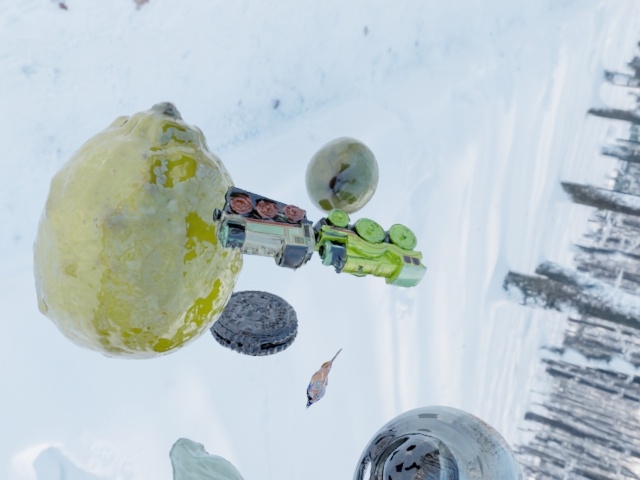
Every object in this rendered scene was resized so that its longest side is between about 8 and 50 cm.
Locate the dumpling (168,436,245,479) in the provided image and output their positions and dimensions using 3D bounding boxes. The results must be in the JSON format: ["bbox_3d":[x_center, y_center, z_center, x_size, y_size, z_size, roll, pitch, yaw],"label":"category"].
[{"bbox_3d":[-0.180,0.391,0.925,0.108,0.153,0.219,-59,-163,7],"label":"dumpling"}]

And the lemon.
[{"bbox_3d":[-0.232,0.003,0.823,0.316,0.285,0.285,-41,160,15],"label":"lemon"}]

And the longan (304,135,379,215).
[{"bbox_3d":[0.042,-0.127,1.226,0.145,0.155,0.176,50,19,-16],"label":"longan"}]

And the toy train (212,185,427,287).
[{"bbox_3d":[0.000,0.000,0.715,0.085,0.250,0.053,-97,-154,-42],"label":"toy train"}]

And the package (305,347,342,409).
[{"bbox_3d":[0.000,0.240,1.080,0.077,0.033,0.110,104,9,-51],"label":"package"}]

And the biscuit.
[{"bbox_3d":[-0.136,0.167,1.288,0.194,0.195,0.053,-35,140,-54],"label":"biscuit"}]

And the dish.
[{"bbox_3d":[0.141,0.356,0.901,0.134,0.273,0.273,44,63,-41],"label":"dish"}]
